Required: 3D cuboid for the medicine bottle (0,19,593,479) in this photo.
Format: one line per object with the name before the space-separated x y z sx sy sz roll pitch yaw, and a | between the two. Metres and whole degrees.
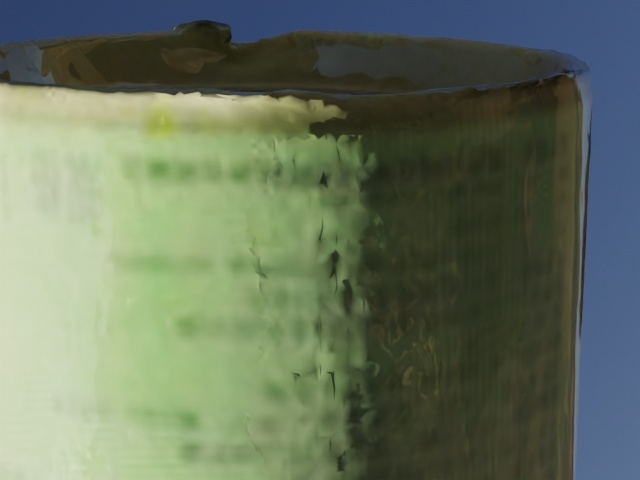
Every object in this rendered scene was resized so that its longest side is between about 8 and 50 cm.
medicine bottle | -0.021 0.128 0.587 0.236 0.236 0.406 -12 -72 -44
